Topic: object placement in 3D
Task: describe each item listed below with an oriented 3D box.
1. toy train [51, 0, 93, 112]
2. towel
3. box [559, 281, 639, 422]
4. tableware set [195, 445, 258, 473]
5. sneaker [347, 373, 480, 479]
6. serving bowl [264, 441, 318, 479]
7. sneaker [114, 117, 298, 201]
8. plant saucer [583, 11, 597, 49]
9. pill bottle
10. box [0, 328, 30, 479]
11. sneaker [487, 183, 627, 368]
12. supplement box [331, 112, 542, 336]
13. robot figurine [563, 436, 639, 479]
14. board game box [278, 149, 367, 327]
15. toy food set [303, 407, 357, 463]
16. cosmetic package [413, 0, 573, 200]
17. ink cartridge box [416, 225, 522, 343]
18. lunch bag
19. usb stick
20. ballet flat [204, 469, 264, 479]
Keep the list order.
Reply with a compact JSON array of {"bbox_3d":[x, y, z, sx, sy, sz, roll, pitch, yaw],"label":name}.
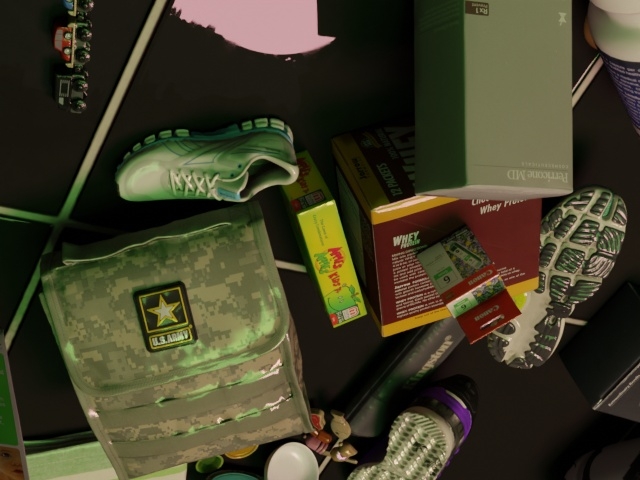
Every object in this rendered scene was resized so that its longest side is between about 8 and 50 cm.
[{"bbox_3d":[-0.225,-0.185,1.023,0.036,0.027,0.158,4,129,-13],"label":"toy train"},{"bbox_3d":[-0.300,0.361,1.469,0.248,0.038,0.325,-6,130,-20],"label":"towel"},{"bbox_3d":[0.466,0.167,1.573,0.207,0.108,0.153,21,119,-35],"label":"box"},{"bbox_3d":[-0.096,0.252,1.466,0.154,0.024,0.104,-20,135,-6],"label":"tableware set"},{"bbox_3d":[0.141,0.275,1.534,0.146,0.102,0.293,-43,169,-37],"label":"sneaker"},{"bbox_3d":[-0.043,0.312,1.516,0.083,0.083,0.027,16,164,-33],"label":"serving bowl"},{"bbox_3d":[-0.111,-0.068,1.135,0.190,0.083,0.071,-15,135,-9],"label":"sneaker"},{"bbox_3d":[0.325,-0.237,1.219,0.083,0.015,0.083,-12,133,-13],"label":"plant saucer"},{"bbox_3d":[0.359,-0.206,1.142,0.153,0.153,0.265,-34,134,8],"label":"pill bottle"},{"bbox_3d":[-0.442,0.181,1.108,0.262,0.231,0.127,17,121,-33],"label":"box"},{"bbox_3d":[0.274,0.032,1.376,0.107,0.110,0.275,22,128,-6],"label":"sneaker"},{"bbox_3d":[0.129,-0.029,1.240,0.191,0.129,0.194,-17,134,-9],"label":"supplement box"},{"bbox_3d":[0.488,0.375,1.682,0.209,0.173,0.278,12,154,-34],"label":"robot figurine"},{"bbox_3d":[0.000,0.000,1.235,0.043,0.092,0.181,-22,134,-5],"label":"board game box"},{"bbox_3d":[0.008,0.261,1.495,0.078,0.019,0.122,10,141,28],"label":"toy food set"},{"bbox_3d":[0.163,-0.158,1.076,0.127,0.107,0.238,-1,85,-25],"label":"cosmetic package"},{"bbox_3d":[0.149,0.043,1.138,0.063,0.115,0.029,-31,135,5],"label":"ink cartridge box"},{"bbox_3d":[-0.147,0.099,1.202,0.235,0.169,0.287,-14,133,-2],"label":"lunch bag"},{"bbox_3d":[0.121,0.152,1.455,0.077,0.045,0.278,20,119,-34],"label":"usb stick"},{"bbox_3d":[-0.088,0.350,1.533,0.188,0.070,0.070,17,121,-31],"label":"ballet flat"}]
